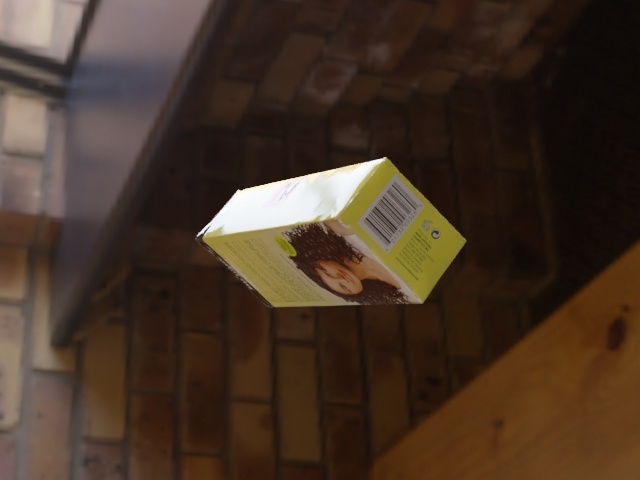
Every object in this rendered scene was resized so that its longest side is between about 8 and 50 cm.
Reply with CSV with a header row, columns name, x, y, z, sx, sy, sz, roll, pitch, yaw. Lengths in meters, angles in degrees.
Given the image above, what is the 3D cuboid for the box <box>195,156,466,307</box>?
name,x,y,z,sx,sy,sz,roll,pitch,yaw
box,0.000,0.000,1.016,0.058,0.087,0.232,-52,18,-19
